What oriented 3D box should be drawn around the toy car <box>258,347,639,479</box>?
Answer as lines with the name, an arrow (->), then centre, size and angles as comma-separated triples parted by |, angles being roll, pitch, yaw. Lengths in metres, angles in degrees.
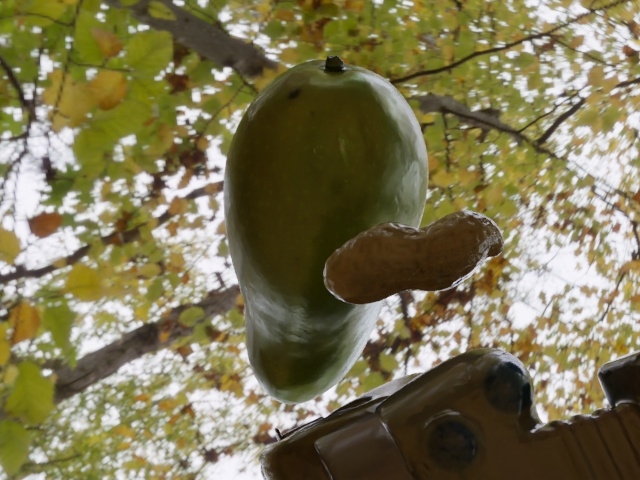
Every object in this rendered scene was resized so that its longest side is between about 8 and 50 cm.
toy car -> 0.105, 0.185, 0.583 | 0.226, 0.336, 0.242 | -24, -101, -8

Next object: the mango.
mango -> 0.000, 0.000, 0.718 | 0.143, 0.175, 0.293 | 15, -50, 9

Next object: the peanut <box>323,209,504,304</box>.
peanut -> 0.042, 0.009, 0.432 | 0.083, 0.037, 0.037 | -11, -83, -3
